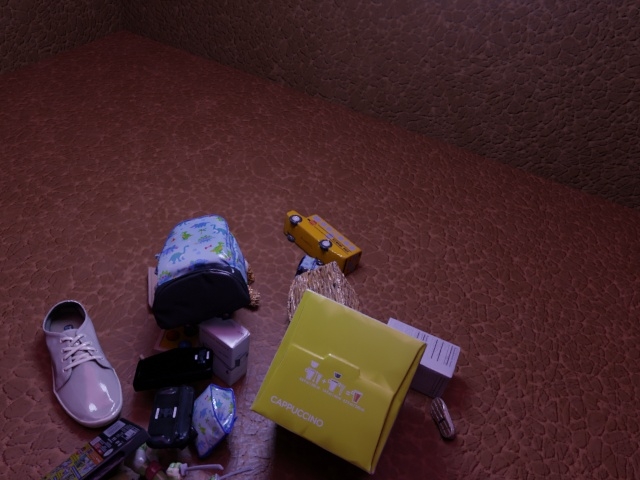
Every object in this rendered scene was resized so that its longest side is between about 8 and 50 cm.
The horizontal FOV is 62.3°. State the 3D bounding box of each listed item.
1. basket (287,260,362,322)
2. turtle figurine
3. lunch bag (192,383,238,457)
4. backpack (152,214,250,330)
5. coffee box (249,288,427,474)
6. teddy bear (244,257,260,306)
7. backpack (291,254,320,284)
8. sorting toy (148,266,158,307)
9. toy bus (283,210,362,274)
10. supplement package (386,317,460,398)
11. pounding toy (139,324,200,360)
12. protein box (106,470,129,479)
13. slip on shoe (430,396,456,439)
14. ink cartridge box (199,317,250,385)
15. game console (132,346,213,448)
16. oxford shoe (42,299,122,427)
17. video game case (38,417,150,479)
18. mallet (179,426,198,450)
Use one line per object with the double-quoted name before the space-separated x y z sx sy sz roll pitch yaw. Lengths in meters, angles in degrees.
"basket" 0.022 0.267 1.823 0.213 0.223 0.299 -23 42 11
"turtle figurine" -0.330 0.578 1.316 0.266 0.274 0.198 27 9 24
"lunch bag" -0.294 0.495 1.449 0.096 0.129 0.151 27 26 -32
"backpack" -0.361 0.079 1.634 0.290 0.273 0.355 -17 15 5
"coffee box" 0.064 0.373 1.427 0.338 0.334 0.338 23 79 14
"teddy bear" -0.331 0.156 1.830 0.245 0.113 0.338 37 40 17
"backpack" -0.047 0.119 1.970 0.084 0.105 0.114 21 34 0
"sorting toy" -0.499 0.166 1.870 0.208 0.038 0.193 1 42 -19
"toy bus" 0.000 0.000 2.109 0.130 0.108 0.333 -26 53 -36
"supplement package" 0.305 0.382 1.717 0.244 0.139 0.134 23 43 12
"pounding toy" -0.468 0.342 1.627 0.181 0.094 0.206 10 40 -1
"protein box" -0.498 0.683 1.198 0.201 0.136 0.200 -20 50 -32
"slip on shoe" 0.380 0.546 1.624 0.041 0.051 0.135 38 19 -32
"ink cartridge box" -0.293 0.326 1.608 0.140 0.190 0.082 31 45 23
"game console" -0.403 0.411 1.417 0.213 0.044 0.361 -9 27 -3
"oxford shoe" -0.707 0.346 1.547 0.169 0.130 0.449 -16 49 -30
"video game case" -0.549 0.531 1.268 0.248 0.275 0.035 -35 98 -32
"mallet" -0.404 0.510 1.452 0.190 0.039 0.062 11 50 47
